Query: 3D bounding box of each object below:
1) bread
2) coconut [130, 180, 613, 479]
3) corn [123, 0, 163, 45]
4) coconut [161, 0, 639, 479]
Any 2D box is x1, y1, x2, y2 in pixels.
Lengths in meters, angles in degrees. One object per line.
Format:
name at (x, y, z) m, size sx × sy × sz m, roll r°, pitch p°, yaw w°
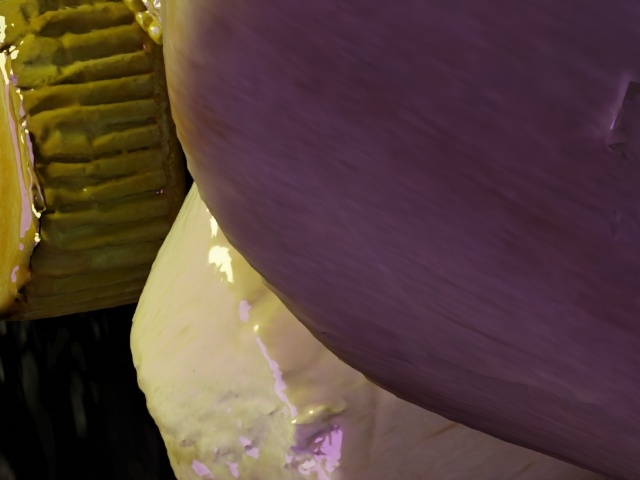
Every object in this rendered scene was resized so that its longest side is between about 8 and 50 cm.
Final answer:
bread at (-0.191, -0.073, 1.356) m, size 0.227 × 0.142 × 0.253 m, roll 172°, pitch 93°, yaw -65°
coconut at (0.064, 0.036, 0.776) m, size 0.259 × 0.259 × 0.259 m, roll 27°, pitch 121°, yaw 59°
corn at (-0.114, -0.263, 1.174) m, size 0.119 × 0.119 × 0.322 m, roll -46°, pitch 59°, yaw 58°
coconut at (0.140, -0.101, 0.457) m, size 0.415 × 0.344 × 0.415 m, roll -20°, pitch -90°, yaw -75°
